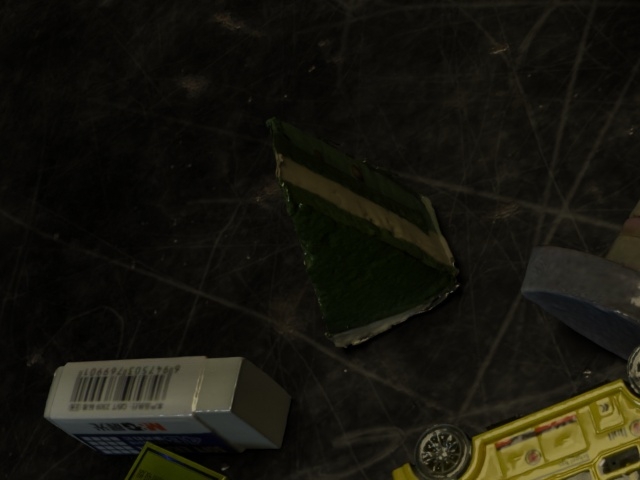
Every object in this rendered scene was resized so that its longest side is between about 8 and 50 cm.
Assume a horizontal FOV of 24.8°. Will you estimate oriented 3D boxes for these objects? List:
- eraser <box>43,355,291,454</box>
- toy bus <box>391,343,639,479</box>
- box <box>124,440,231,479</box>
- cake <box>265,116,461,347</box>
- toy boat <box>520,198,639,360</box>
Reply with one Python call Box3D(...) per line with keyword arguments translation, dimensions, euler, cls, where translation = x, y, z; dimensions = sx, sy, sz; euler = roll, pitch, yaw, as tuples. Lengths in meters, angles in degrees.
Box3D(translation=(-0.187, 0.202, 1.765), dimensions=(0.279, 0.124, 0.081), euler=(-5, 58, 30), cls="eraser")
Box3D(translation=(0.245, 0.221, 1.370), dimensions=(0.330, 0.144, 0.152), euler=(-24, 55, 17), cls="toy bus")
Box3D(translation=(-0.198, 0.361, 1.705), dimensions=(0.141, 0.064, 0.220), euler=(16, 67, 38), cls="box")
Box3D(translation=(-0.002, -0.003, 1.701), dimensions=(0.172, 0.283, 0.158), euler=(-41, 44, 24), cls="cake")
Box3D(translation=(0.390, 0.024, 1.546), dimensions=(0.293, 0.111, 0.276), euler=(-39, 54, -11), cls="toy boat")
